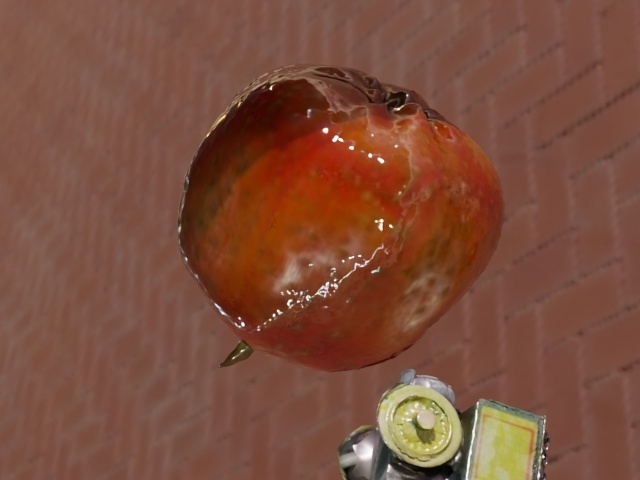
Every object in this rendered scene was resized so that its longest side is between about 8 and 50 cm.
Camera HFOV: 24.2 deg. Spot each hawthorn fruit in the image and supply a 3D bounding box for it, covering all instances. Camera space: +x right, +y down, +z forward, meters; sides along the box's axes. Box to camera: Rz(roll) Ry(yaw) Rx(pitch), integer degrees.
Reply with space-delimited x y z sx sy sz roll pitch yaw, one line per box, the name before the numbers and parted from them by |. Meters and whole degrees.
hawthorn fruit | 0.000 0.000 0.864 0.200 0.179 0.179 -59 32 10

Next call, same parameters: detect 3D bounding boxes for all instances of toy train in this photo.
toy train | 0.104 0.249 1.369 0.134 0.177 0.261 126 160 -55
